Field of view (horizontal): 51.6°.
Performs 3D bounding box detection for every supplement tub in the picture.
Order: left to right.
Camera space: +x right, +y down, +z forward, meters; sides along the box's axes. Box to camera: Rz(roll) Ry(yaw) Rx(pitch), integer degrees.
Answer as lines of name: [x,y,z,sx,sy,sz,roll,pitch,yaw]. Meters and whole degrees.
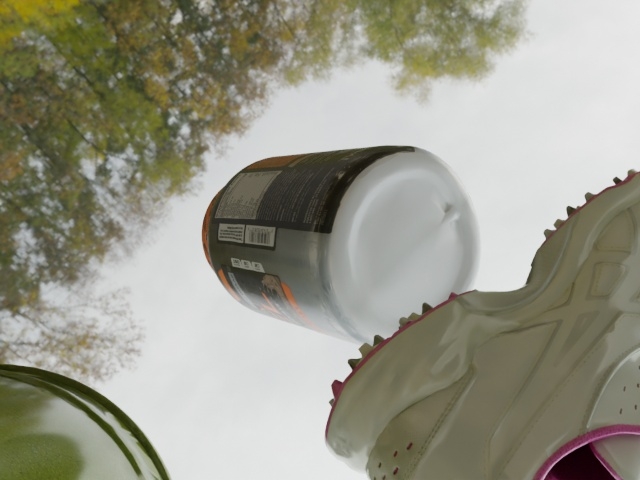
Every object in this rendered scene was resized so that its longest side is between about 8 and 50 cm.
supplement tub: [0.000,0.000,0.772,0.207,0.207,0.338,-50,-154,-19]

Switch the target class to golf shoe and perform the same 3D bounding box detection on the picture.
golf shoe: [0.154,0.065,0.376,0.306,0.115,0.140,-32,-126,-16]

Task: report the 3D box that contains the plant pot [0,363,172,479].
plant pot: [-0.281,0.235,0.390,0.366,0.366,0.353,-48,172,-17]
